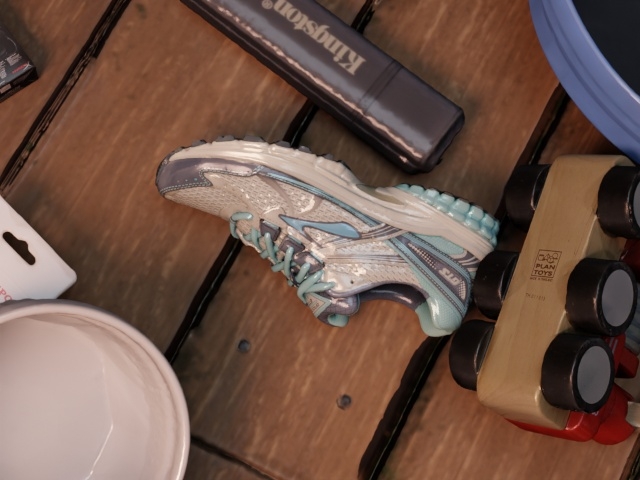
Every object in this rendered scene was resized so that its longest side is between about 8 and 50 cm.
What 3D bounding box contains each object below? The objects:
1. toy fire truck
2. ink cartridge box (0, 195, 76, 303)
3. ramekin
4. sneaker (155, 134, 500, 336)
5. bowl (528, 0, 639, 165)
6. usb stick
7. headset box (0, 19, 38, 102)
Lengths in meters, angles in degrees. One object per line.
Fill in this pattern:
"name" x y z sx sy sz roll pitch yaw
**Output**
"toy fire truck" 0.256 0.074 0.988 0.246 0.158 0.217 35 69 -41
"ink cartridge box" -0.286 0.061 0.950 0.180 0.060 0.104 -43 85 -15
"ramekin" -0.208 0.137 0.882 0.207 0.109 0.207 -4 100 -26
"sneaker" 0.000 0.000 0.978 0.283 0.110 0.122 15 78 -3
"bowl" 0.358 -0.194 1.039 0.391 0.077 0.391 7 61 -13
"usb stick" -0.001 -0.160 1.050 0.278 0.045 0.077 37 75 4
"headset box" -0.286 -0.156 1.020 0.062 0.032 0.083 -36 82 -15
